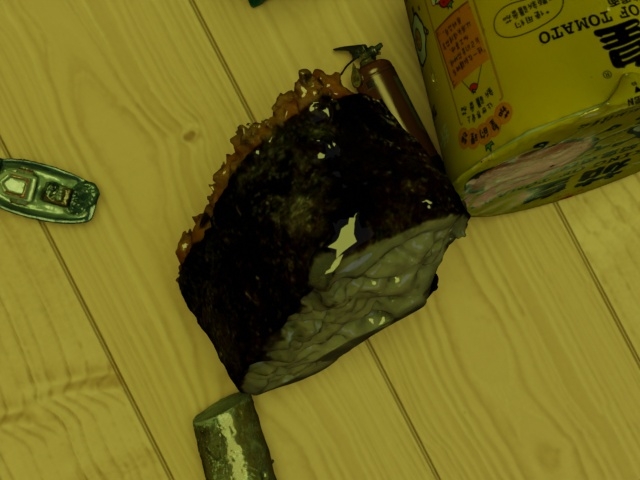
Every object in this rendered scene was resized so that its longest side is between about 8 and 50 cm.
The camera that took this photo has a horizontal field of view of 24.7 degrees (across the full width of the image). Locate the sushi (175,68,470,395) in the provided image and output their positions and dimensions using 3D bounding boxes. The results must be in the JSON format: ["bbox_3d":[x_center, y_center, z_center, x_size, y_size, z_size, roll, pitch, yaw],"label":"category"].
[{"bbox_3d":[0.000,0.000,1.421,0.234,0.348,0.207,-17,67,-38],"label":"sushi"}]

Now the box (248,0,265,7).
[{"bbox_3d":[0.017,-0.348,1.516,0.245,0.153,0.092,-28,87,-6],"label":"box"}]

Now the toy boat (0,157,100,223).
[{"bbox_3d":[-0.301,-0.053,1.522,0.140,0.066,0.059,14,89,0],"label":"toy boat"}]

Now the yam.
[{"bbox_3d":[-0.080,0.248,1.503,0.078,0.078,0.179,-14,87,-4],"label":"yam"}]

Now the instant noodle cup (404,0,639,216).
[{"bbox_3d":[0.234,-0.197,1.449,0.325,0.325,0.254,-17,78,-4],"label":"instant noodle cup"}]

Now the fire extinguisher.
[{"bbox_3d":[0.072,-0.137,1.556,0.062,0.050,0.177,-30,85,34],"label":"fire extinguisher"}]
